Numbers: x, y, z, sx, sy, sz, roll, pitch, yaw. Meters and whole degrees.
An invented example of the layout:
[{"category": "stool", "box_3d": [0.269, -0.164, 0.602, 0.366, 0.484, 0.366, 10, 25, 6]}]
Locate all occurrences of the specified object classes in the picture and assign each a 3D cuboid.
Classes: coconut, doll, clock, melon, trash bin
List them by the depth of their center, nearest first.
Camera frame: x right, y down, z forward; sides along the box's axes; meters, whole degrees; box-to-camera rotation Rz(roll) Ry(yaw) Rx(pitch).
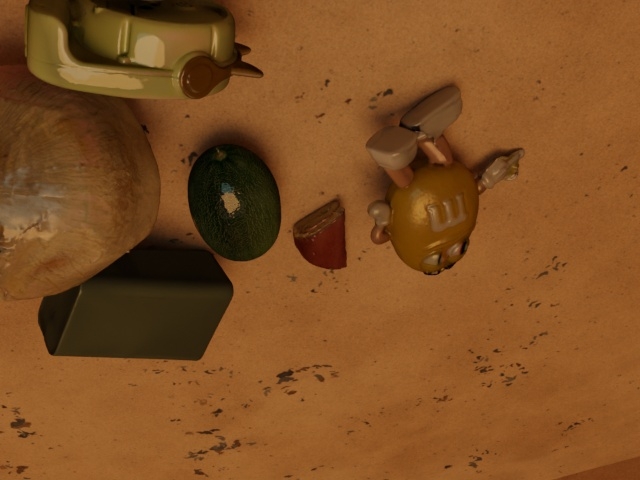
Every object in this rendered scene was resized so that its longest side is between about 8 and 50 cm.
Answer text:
[{"category": "clock", "box_3d": [-0.265, -0.317, 1.136, 0.348, 0.286, 0.117, 3, 120, -18]}, {"category": "coconut", "box_3d": [-0.490, -0.091, 1.216, 0.404, 0.405, 0.405, -4, 135, -4]}, {"category": "melon", "box_3d": [-0.170, -0.079, 1.452, 0.182, 0.182, 0.288, -7, 138, -1]}, {"category": "doll", "box_3d": [0.236, -0.111, 1.504, 0.423, 0.161, 0.348, 29, 108, -41]}, {"category": "trash bin", "box_3d": [-0.395, 0.133, 1.557, 0.343, 0.158, 0.223, 7, 122, -40]}]

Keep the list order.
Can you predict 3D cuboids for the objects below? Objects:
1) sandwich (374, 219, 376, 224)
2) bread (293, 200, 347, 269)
[{"category": "sandwich", "box_3d": [0.142, -0.045, 1.632, 0.083, 0.044, 0.031, -33, 157, -39]}, {"category": "bread", "box_3d": [0.000, 0.001, 1.635, 0.119, 0.067, 0.192, -8, 135, 0]}]
